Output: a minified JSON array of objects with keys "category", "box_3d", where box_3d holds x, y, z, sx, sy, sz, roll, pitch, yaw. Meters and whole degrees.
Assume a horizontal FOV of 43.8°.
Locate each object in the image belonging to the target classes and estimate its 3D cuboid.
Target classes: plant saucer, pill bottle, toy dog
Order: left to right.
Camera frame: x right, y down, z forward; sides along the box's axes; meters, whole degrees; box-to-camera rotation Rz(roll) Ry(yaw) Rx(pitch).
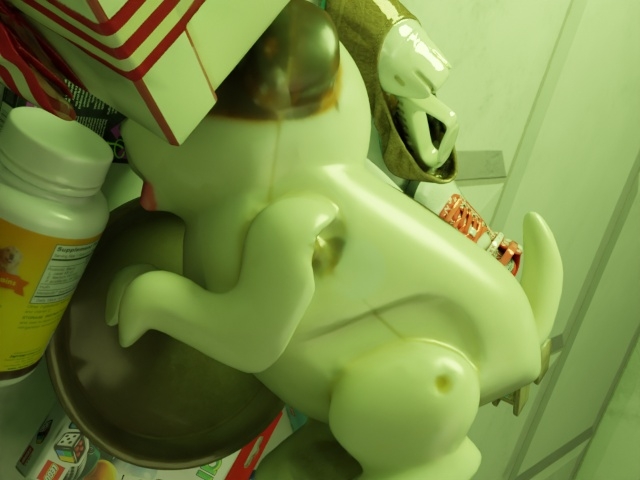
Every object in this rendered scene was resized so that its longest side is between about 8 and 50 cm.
[{"category":"pill bottle","box_3d":[-0.248,0.005,0.643,0.117,0.117,0.215,5,121,-53]},{"category":"plant saucer","box_3d":[-0.137,0.087,0.797,0.278,0.041,0.278,0,90,-31]},{"category":"toy dog","box_3d":[0.000,0.000,0.677,0.395,0.284,0.408,-30,96,-3]}]

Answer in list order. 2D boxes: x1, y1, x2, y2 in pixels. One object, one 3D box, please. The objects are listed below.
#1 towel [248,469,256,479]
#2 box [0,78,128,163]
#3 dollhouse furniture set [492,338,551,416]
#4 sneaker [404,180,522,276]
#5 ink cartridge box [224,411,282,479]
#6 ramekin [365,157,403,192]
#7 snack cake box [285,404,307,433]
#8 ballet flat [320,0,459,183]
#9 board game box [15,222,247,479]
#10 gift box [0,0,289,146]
[{"category":"towel","box_3d":[-0.159,0.535,1.252,0.336,0.040,0.243,-51,142,-14]},{"category":"box","box_3d":[-0.201,-0.128,0.711,0.162,0.029,0.116,0,116,-50]},{"category":"dollhouse furniture set","box_3d":[0.233,0.195,1.305,0.242,0.212,0.161,-46,144,-32]},{"category":"sneaker","box_3d":[0.233,-0.017,1.232,0.090,0.145,0.270,-53,145,-10]},{"category":"ink cartridge box","box_3d":[-0.161,0.240,0.985,0.231,0.078,0.134,24,95,-55]},{"category":"ramekin","box_3d":[0.047,0.026,0.943,0.127,0.273,0.273,-38,142,-7]},{"category":"snack cake box","box_3d":[0.039,0.281,1.258,0.152,0.089,0.264,-40,141,-27]},{"category":"ballet flat","box_3d":[0.108,-0.179,0.976,0.116,0.124,0.342,-48,144,-17]},{"category":"board game box","box_3d":[-0.150,0.148,0.846,0.193,0.053,0.305,38,73,-27]},{"category":"gift box","box_3d":[-0.157,-0.235,0.506,0.258,0.276,0.255,-54,158,-14]}]
